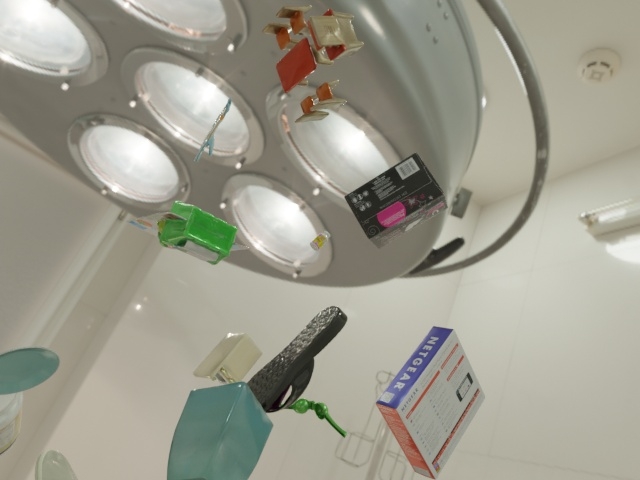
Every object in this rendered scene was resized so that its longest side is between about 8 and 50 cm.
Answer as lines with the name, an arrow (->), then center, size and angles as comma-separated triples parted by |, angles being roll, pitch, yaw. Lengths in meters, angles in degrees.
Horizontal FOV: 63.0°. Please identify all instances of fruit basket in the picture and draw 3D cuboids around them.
fruit basket -> -0.471, -0.007, 1.834 | 0.353, 0.165, 0.327 | -12, -32, 44

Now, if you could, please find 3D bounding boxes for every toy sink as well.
toy sink -> -0.377, 0.509, 2.145 | 0.153, 0.234, 0.131 | -13, -61, 47

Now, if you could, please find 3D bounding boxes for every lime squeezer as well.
lime squeezer -> -0.045, 0.572, 1.723 | 0.310, 0.110, 0.059 | 11, -55, 20

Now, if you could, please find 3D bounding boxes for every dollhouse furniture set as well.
dollhouse furniture set -> -0.032, -0.449, 1.271 | 0.259, 0.135, 0.262 | -21, -91, 53

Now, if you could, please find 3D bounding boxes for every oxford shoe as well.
oxford shoe -> -0.717, 0.821, 1.564 | 0.449, 0.130, 0.169 | 54, 5, 22

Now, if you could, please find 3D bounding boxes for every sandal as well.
sandal -> -0.075, 0.373, 1.459 | 0.107, 0.446, 0.167 | 50, -11, -15

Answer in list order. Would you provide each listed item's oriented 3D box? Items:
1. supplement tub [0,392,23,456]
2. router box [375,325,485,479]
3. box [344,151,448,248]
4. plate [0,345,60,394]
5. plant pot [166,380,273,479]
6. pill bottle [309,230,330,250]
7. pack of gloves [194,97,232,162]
supplement tub -> -1.084, 0.549, 1.670 | 0.228, 0.228, 0.316 | 26, -51, -5
router box -> 0.347, 0.484, 1.587 | 0.082, 0.335, 0.301 | -1, -56, 49
box -> 0.224, -0.114, 1.545 | 0.163, 0.247, 0.142 | 62, 8, 21
plate -> -0.730, 0.307, 1.255 | 0.024, 0.188, 0.188 | 56, -8, 32
plant pot -> -0.244, 0.484, 1.217 | 0.165, 0.234, 0.165 | -15, -62, 21
pill bottle -> 0.000, 0.000, 2.049 | 0.043, 0.083, 0.043 | 38, -23, 19
pack of gloves -> -0.362, -0.379, 1.826 | 0.046, 0.195, 0.232 | 30, -51, -18
